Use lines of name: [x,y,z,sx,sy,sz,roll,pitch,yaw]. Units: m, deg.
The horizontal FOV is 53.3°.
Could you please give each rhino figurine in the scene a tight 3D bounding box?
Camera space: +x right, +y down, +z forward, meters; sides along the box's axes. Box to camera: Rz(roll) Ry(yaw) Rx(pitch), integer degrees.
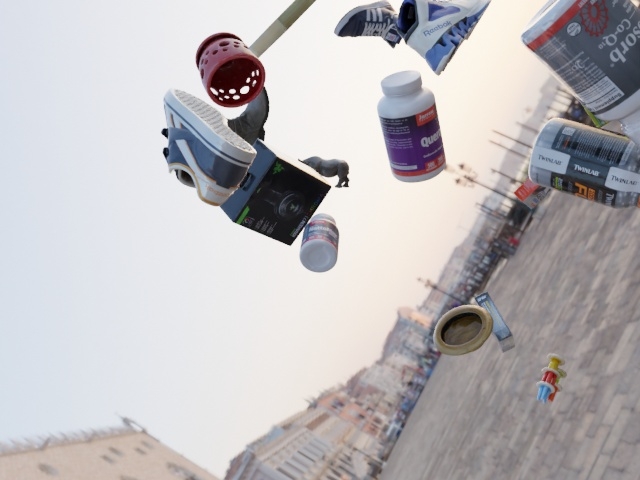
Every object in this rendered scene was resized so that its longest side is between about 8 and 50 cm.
rhino figurine: [-0.006,-0.261,2.383,0.073,0.243,0.106,-85,2,-77]

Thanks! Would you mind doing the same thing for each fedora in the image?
fedora: [0.446,0.290,1.963,0.194,0.194,0.079,-56,-50,-26]

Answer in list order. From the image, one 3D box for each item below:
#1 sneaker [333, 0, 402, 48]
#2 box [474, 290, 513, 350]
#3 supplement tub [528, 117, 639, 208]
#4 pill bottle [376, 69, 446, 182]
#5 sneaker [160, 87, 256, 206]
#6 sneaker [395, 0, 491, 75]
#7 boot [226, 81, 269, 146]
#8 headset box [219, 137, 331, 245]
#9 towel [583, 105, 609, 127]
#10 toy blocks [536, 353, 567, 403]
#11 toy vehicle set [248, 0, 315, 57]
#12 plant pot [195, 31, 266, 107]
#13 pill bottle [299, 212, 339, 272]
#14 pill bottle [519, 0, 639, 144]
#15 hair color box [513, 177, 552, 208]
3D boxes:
sneaker: [0.183,-0.710,2.143,0.282,0.153,0.099,-33,-11,-35]
box: [0.644,0.303,2.351,0.056,0.183,0.231,-30,-27,7]
supplement tub: [0.741,-0.201,1.705,0.193,0.316,0.194,-34,-44,-41]
pill bottle: [0.281,-0.353,1.988,0.181,0.181,0.323,-51,-45,-42]
sneaker: [-0.229,-0.176,1.160,0.126,0.321,0.127,18,-70,-35]
sneaker: [0.298,-0.563,1.598,0.315,0.182,0.127,-52,-4,-35]
boot: [-0.267,-0.421,2.198,0.161,0.083,0.247,-14,-50,-31]
headset box: [-0.150,-0.149,1.997,0.283,0.131,0.246,25,-75,-46]
towel: [0.875,-0.428,1.829,0.237,0.102,0.021,-37,-2,39]
toy blocks: [0.669,0.424,1.859,0.148,0.054,0.123,-56,-41,-30]
toy vehicle set: [-0.054,-0.562,1.539,0.267,0.035,0.166,-53,18,-26]
plant pot: [-0.283,-0.534,1.960,0.191,0.174,0.191,-19,-35,-14]
pill bottle: [0.000,0.000,1.807,0.180,0.107,0.108,-83,11,-58]
pill bottle: [0.633,-0.395,1.390,0.210,0.363,0.210,-48,5,6]
hair color box: [0.734,-0.189,2.121,0.167,0.053,0.093,-48,-38,17]
